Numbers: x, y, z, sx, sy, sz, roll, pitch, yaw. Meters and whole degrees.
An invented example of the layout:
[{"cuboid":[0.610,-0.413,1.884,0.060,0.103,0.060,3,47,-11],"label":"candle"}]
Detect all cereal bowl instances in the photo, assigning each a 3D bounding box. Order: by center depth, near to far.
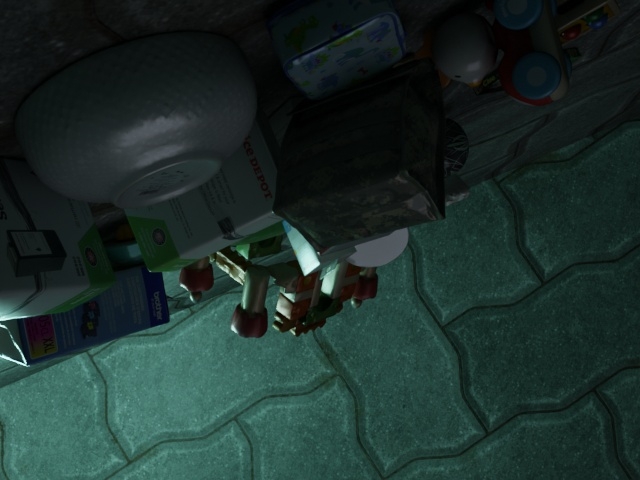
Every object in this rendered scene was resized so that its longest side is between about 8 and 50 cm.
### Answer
[{"cuboid":[-0.234,-0.141,1.072,0.338,0.141,0.339,-24,172,-3],"label":"cereal bowl"}]

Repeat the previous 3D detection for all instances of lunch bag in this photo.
[{"cuboid":[0.030,-0.281,1.071,0.176,0.090,0.219,-24,172,9],"label":"lunch bag"},{"cuboid":[0.068,-0.158,1.214,0.235,0.287,0.169,-14,143,29],"label":"lunch bag"}]

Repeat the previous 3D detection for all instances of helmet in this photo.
[{"cuboid":[0.287,-0.227,1.901,0.169,0.170,0.161,-16,-175,-42],"label":"helmet"}]

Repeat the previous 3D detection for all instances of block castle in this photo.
[{"cuboid":[-0.086,0.077,1.894,0.453,0.303,0.213,-14,126,-42],"label":"block castle"}]

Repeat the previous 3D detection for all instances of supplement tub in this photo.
[{"cuboid":[0.105,-0.083,1.819,0.191,0.191,0.272,-25,-146,12],"label":"supplement tub"}]

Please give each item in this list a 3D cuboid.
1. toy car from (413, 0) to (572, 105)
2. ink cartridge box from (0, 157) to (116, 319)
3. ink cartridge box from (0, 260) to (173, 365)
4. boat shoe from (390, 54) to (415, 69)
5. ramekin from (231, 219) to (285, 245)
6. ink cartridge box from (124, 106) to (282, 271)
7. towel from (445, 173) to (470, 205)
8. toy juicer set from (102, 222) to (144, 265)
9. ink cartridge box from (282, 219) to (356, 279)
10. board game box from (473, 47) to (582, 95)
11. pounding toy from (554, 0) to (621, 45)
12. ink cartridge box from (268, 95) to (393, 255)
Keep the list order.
[{"cuboid":[0.277,-0.308,1.283,0.237,0.210,0.219,-13,-171,26],"label":"toy car"},{"cuboid":[-0.454,-0.001,1.101,0.121,0.211,0.289,-25,172,19],"label":"ink cartridge box"},{"cuboid":[-0.525,0.136,1.706,0.395,0.151,0.270,-17,-166,-41],"label":"ink cartridge box"},{"cuboid":[0.149,-0.296,1.452,0.056,0.049,0.152,-22,172,-12],"label":"boat shoe"},{"cuboid":[-0.086,-0.117,1.608,0.303,0.148,0.303,-23,172,-4],"label":"ramekin"},{"cuboid":[-0.191,-0.089,1.312,0.272,0.199,0.115,-24,172,11],"label":"ink cartridge box"},{"cuboid":[0.245,-0.129,2.293,0.331,0.053,0.317,-23,-157,0],"label":"towel"},{"cuboid":[-0.414,-0.003,1.725,0.328,0.090,0.209,-8,-167,14],"label":"toy juicer set"},{"cuboid":[0.000,0.000,1.557,0.089,0.143,0.092,-19,171,-26],"label":"ink cartridge box"},{"cuboid":[0.491,-0.400,1.820,0.259,0.030,0.136,-17,168,-38],"label":"board game box"},{"cuboid":[0.455,-0.408,1.427,0.181,0.094,0.206,-27,171,27],"label":"pounding toy"},{"cuboid":[0.040,-0.133,1.429,0.197,0.273,0.114,-16,166,-41],"label":"ink cartridge box"}]
